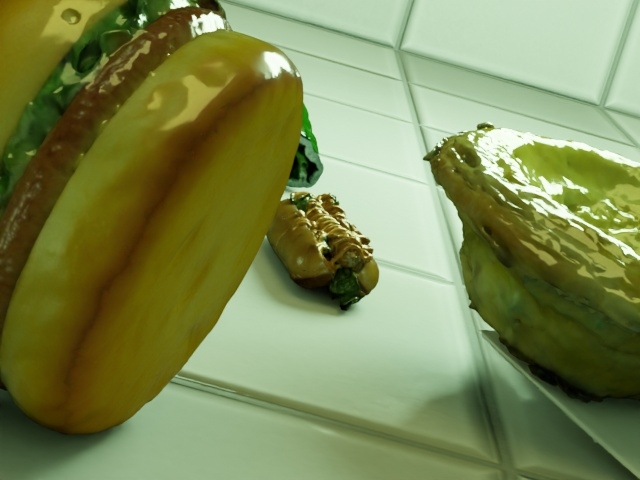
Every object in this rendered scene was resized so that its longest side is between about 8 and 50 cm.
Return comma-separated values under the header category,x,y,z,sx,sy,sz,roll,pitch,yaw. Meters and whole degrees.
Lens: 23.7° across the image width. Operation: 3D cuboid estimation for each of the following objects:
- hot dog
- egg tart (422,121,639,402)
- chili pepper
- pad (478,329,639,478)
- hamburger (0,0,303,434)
category,x,y,z,sx,sy,sz,roll,pitch,yaw
hot dog,0.000,0.000,1.199,0.072,0.055,0.188,13,13,-18
egg tart,0.206,0.028,1.057,0.315,0.120,0.315,20,22,-8
chili pepper,-0.075,-0.139,1.565,0.136,0.099,0.270,5,20,-9
pad,0.224,0.122,1.016,0.156,0.004,0.232,6,26,-38
hamburger,-0.128,-0.027,0.782,0.170,0.246,0.246,32,17,11
